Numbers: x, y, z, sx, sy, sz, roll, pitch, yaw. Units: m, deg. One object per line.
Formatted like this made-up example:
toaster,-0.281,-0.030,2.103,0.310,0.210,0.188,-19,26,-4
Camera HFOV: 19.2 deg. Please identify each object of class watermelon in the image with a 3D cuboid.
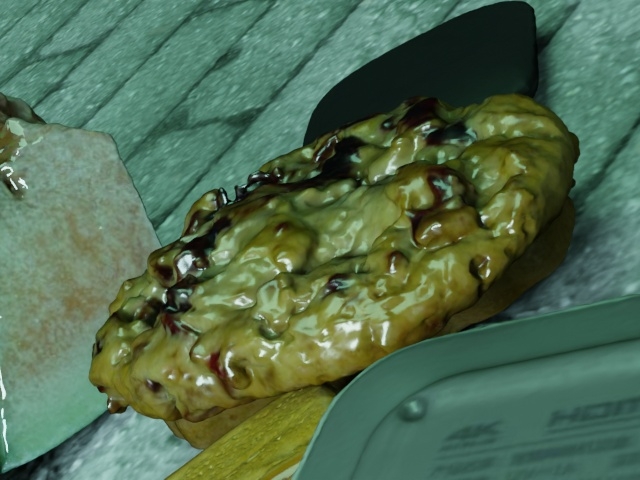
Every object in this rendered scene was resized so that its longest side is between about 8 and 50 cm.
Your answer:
watermelon,-0.215,0.021,1.408,0.151,0.302,0.264,-5,7,-29

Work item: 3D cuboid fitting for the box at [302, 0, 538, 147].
box,0.073,-0.102,1.438,0.212,0.042,0.201,-27,24,20

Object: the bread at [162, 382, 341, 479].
bread,-0.053,0.162,1.046,0.200,0.077,0.116,-36,22,-1

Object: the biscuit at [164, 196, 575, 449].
biscuit,0.031,0.042,1.213,0.295,0.044,0.186,-21,29,32

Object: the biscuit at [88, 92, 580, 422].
biscuit,0.001,-0.002,1.159,0.334,0.081,0.289,-21,21,28

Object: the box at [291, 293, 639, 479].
box,0.126,0.163,0.741,0.396,0.111,0.396,-14,32,33
